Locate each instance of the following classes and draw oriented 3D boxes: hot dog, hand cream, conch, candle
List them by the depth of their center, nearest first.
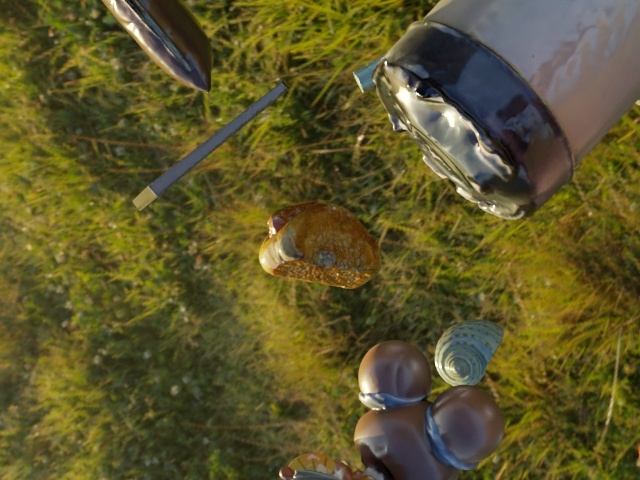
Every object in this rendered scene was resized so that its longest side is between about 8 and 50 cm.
[{"bbox_3d":[0.201,-0.182,0.730,0.187,0.187,0.330,42,83,10],"label":"candle"},{"bbox_3d":[0.277,0.202,1.630,0.102,0.153,0.135,42,122,-16],"label":"conch"},{"bbox_3d":[0.000,0.000,1.761,0.150,0.256,0.153,-32,54,48],"label":"hot dog"},{"bbox_3d":[0.167,-0.377,1.810,0.204,0.050,0.078,-27,100,1],"label":"hand cream"}]

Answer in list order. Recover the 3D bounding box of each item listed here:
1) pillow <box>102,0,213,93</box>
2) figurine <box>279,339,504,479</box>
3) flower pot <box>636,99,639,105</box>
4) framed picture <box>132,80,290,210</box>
[{"bbox_3d":[-0.307,-0.423,1.615,0.108,0.305,0.308,-38,110,6],"label":"pillow"},{"bbox_3d":[0.096,0.378,1.443,0.276,0.388,0.248,33,144,31],"label":"figurine"},{"bbox_3d":[0.435,-0.267,1.024,0.212,0.212,0.203,29,138,18],"label":"flower pot"},{"bbox_3d":[-0.138,-0.107,1.036,0.018,0.192,0.265,52,166,-9],"label":"framed picture"}]
